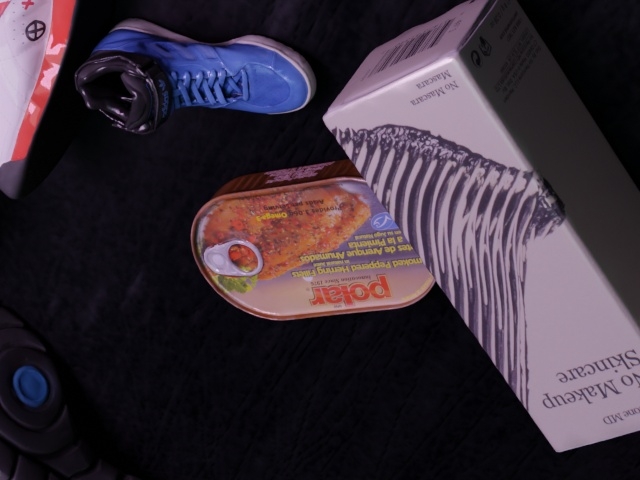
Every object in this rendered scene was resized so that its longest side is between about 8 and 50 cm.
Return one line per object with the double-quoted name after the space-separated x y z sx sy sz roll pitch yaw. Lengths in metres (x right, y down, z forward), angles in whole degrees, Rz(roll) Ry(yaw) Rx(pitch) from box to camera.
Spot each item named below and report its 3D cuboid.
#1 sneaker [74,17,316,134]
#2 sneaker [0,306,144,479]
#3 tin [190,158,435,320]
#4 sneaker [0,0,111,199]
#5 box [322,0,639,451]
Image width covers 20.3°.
-0.085 -0.098 1.153 0.152 0.084 0.058 16 129 16 "sneaker"
-0.244 0.184 1.422 0.140 0.125 0.341 -26 107 44 "sneaker"
0.000 0.000 1.216 0.190 0.040 0.106 -7 116 31 "tin"
-0.217 -0.164 1.172 0.145 0.090 0.270 26 128 9 "sneaker"
0.130 -0.009 1.102 0.113 0.094 0.275 -24 110 38 "box"
